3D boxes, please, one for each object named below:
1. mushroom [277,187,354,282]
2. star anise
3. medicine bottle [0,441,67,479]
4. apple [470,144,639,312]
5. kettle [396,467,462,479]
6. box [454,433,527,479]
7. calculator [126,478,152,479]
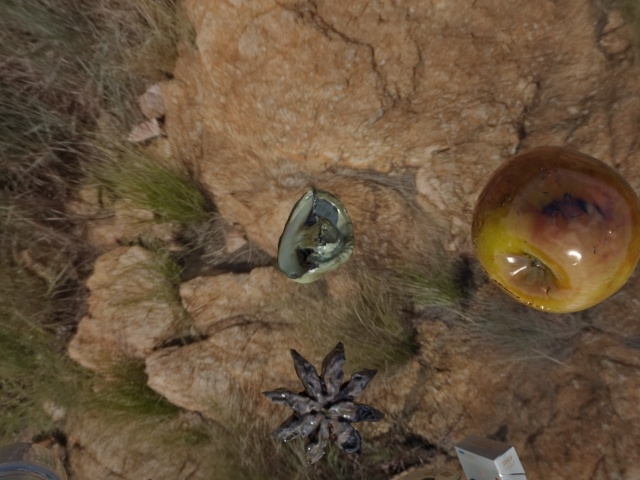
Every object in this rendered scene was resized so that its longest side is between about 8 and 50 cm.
[{"bbox_3d":[-0.005,0.006,1.692,0.164,0.267,0.189,23,137,-34],"label":"mushroom"},{"bbox_3d":[0.013,0.419,1.542,0.332,0.117,0.331,1,87,-10],"label":"star anise"},{"bbox_3d":[-0.401,0.352,0.786,0.145,0.252,0.144,5,77,-24],"label":"medicine bottle"},{"bbox_3d":[0.199,-0.009,0.516,0.147,0.146,0.146,0,93,-3],"label":"apple"},{"bbox_3d":[0.284,0.678,1.394,0.160,0.210,0.243,-9,82,-15],"label":"kettle"},{"bbox_3d":[0.407,0.567,1.364,0.067,0.149,0.233,-24,95,-26],"label":"box"},{"bbox_3d":[-0.341,0.585,1.138,0.040,0.268,0.177,-31,129,28],"label":"calculator"}]
